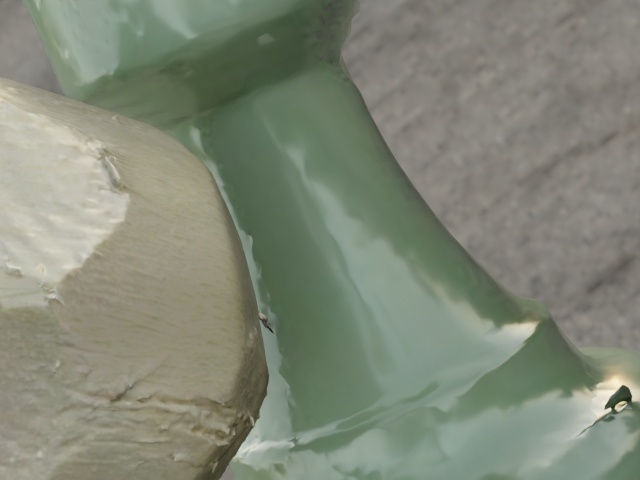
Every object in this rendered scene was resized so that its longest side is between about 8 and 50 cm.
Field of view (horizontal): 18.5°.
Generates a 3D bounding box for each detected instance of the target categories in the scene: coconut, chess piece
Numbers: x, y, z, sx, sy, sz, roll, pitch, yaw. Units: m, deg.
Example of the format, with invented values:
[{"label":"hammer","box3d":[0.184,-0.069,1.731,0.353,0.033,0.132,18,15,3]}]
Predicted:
[{"label":"coconut","box3d":[-0.106,0.027,0.578,0.161,0.162,0.161,-12,72,41]},{"label":"chess piece","box3d":[0.000,0.000,0.706,0.194,0.299,0.194,-25,8,4]}]
